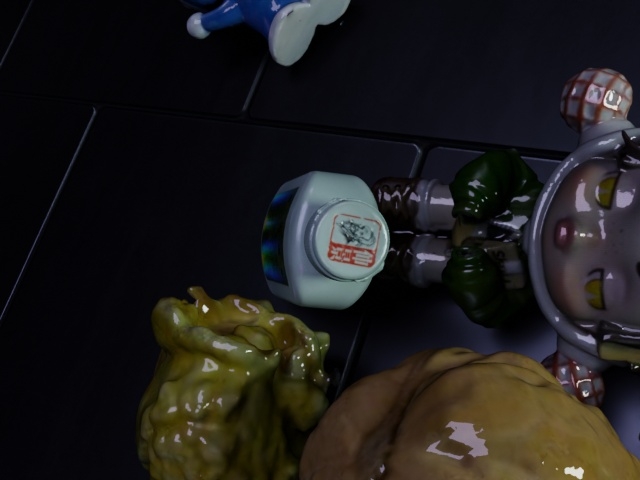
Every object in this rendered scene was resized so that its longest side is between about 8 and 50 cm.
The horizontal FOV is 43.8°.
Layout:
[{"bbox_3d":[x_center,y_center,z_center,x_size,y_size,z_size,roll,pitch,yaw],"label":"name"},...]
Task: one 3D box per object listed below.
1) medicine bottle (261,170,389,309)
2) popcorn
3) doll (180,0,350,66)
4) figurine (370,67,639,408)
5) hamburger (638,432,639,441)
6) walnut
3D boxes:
[{"bbox_3d":[0.000,0.000,0.725,0.083,0.229,0.121,7,88,-11],"label":"medicine bottle"},{"bbox_3d":[-0.073,0.145,0.704,0.169,0.218,0.189,11,100,1],"label":"popcorn"},{"bbox_3d":[-0.086,-0.331,0.979,0.215,0.161,0.257,-41,71,-10],"label":"doll"},{"bbox_3d":[0.204,0.003,0.659,0.370,0.167,0.281,4,88,38],"label":"figurine"},{"bbox_3d":[0.330,0.177,0.522,0.189,0.122,0.215,-33,81,17],"label":"hamburger"},{"bbox_3d":[0.109,0.194,0.537,0.224,0.257,0.257,-16,60,39],"label":"walnut"}]
